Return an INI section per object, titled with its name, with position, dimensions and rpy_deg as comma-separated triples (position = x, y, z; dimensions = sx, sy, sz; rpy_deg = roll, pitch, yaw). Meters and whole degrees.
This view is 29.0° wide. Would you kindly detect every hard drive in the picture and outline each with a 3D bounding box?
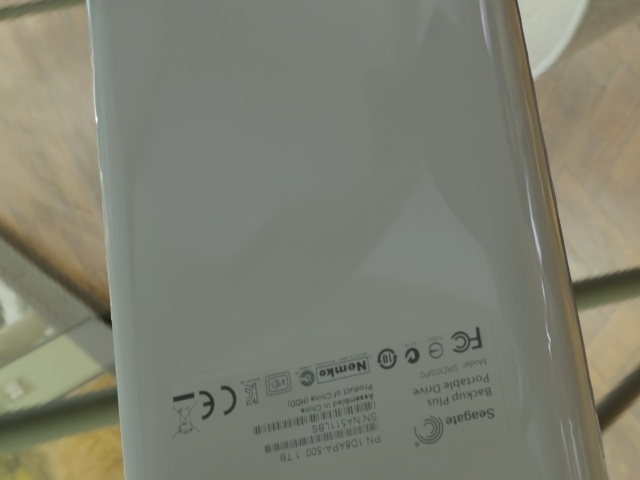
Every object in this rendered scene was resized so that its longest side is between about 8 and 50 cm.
[hard drive]
position = 0.000, 0.000, 0.553
dimensions = 0.040, 0.210, 0.318
rpy_deg = 25, -126, -61
